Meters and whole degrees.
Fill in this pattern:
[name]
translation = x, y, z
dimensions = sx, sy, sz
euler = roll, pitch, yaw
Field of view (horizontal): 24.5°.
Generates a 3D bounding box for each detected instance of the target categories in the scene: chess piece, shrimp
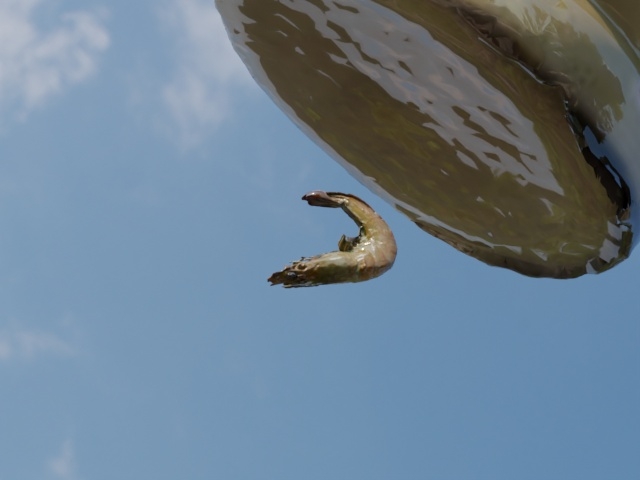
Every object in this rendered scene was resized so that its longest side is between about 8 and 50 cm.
[chess piece]
translation = 0.098, -0.127, 0.457
dimensions = 0.142, 0.261, 0.143
euler = 33, -19, 13
[shrimp]
translation = 0.000, 0.000, 1.079
dimensions = 0.083, 0.114, 0.023
euler = 60, -32, 23
